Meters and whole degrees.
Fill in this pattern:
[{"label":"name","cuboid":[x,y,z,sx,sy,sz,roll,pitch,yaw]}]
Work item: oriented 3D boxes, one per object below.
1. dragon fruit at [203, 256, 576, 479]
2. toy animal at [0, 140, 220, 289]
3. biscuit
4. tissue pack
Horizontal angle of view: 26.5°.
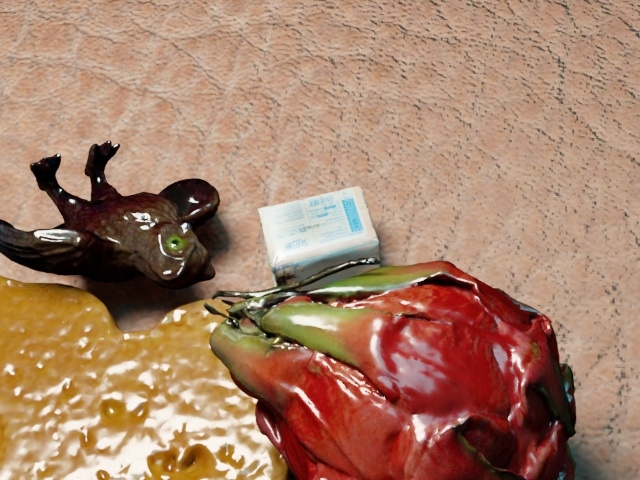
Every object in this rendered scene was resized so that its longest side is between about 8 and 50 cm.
[{"label":"dragon fruit","cuboid":[0.045,0.116,0.927,0.293,0.234,0.233,22,50,-16]},{"label":"toy animal","cuboid":[-0.163,0.001,1.136,0.219,0.116,0.179,-15,46,-44]},{"label":"biscuit","cuboid":[-0.245,0.180,1.029,0.456,0.078,0.349,7,49,12]},{"label":"tissue pack","cuboid":[0.000,0.000,1.153,0.094,0.058,0.074,-13,53,-3]}]
